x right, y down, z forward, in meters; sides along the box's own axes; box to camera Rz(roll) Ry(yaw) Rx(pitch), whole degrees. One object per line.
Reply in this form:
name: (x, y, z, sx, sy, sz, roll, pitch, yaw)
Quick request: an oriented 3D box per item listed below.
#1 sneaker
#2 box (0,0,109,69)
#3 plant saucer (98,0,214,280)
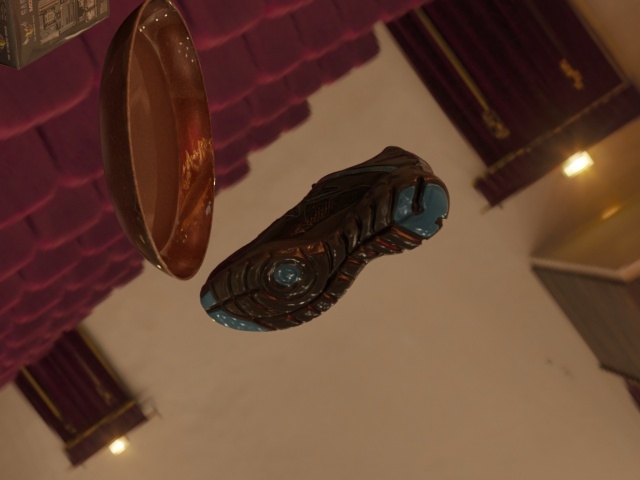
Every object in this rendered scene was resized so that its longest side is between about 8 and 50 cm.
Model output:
sneaker: (0.000, 0.000, 1.322, 0.341, 0.125, 0.139, -28, -147, 3)
box: (-0.327, -0.343, 1.210, 0.183, 0.059, 0.232, -50, 153, -47)
plant saucer: (-0.178, -0.110, 1.127, 0.050, 0.310, 0.310, -3, -171, 9)
